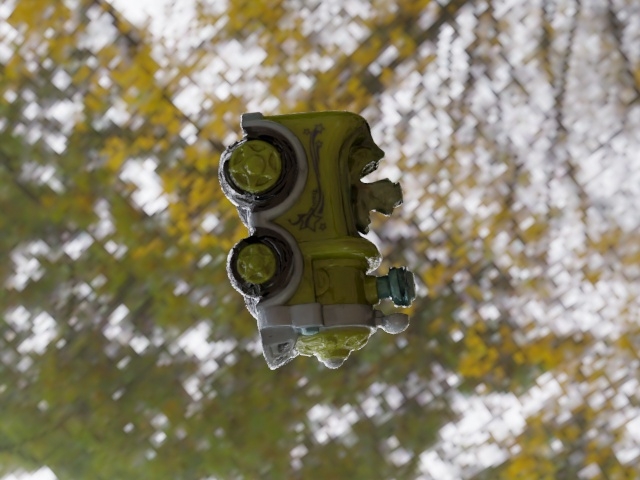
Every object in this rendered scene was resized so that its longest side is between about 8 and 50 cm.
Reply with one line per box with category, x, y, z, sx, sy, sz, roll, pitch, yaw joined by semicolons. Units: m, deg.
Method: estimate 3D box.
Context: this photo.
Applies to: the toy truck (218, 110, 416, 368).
toy truck;0.000;0.000;0.837;0.077;0.076;0.111;-7;-102;4
